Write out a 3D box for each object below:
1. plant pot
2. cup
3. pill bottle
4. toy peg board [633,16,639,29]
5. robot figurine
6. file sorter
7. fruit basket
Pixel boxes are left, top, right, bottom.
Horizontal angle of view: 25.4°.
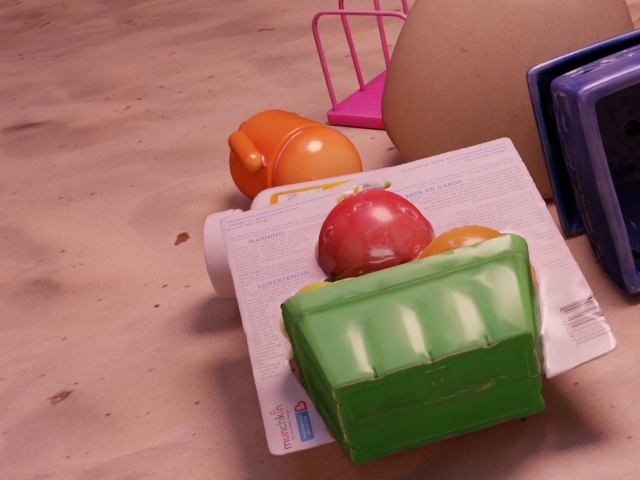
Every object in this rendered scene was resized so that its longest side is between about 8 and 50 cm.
[{"bbox_3d":[0.360,-0.107,1.513,0.236,0.236,0.212,-21,20,-9],"label":"plant pot"},{"bbox_3d":[0.239,-0.247,1.710,0.331,0.237,0.331,-1,45,1],"label":"cup"},{"bbox_3d":[0.000,0.000,1.590,0.245,0.136,0.136,-9,27,13],"label":"pill bottle"},{"bbox_3d":[0.508,-0.282,1.951,0.160,0.079,0.161,-10,22,47],"label":"toy peg board"},{"bbox_3d":[-0.034,-0.094,1.799,0.128,0.158,0.219,-44,35,-15],"label":"robot figurine"},{"bbox_3d":[0.155,-0.304,2.042,0.202,0.182,0.290,10,36,40],"label":"file sorter"},{"bbox_3d":[0.081,0.047,1.387,0.327,0.165,0.353,-16,34,-1],"label":"fruit basket"}]
